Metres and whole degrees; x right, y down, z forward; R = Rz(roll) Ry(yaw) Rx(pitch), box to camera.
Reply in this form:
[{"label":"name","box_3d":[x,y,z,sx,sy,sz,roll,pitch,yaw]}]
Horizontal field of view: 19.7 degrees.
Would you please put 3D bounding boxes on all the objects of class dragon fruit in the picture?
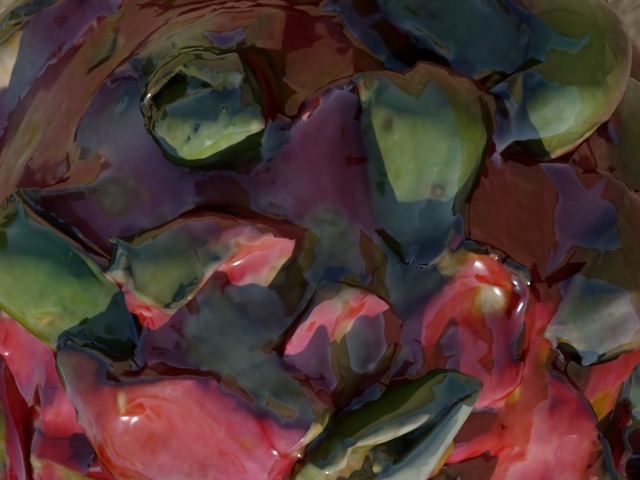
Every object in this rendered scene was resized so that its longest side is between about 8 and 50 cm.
[{"label":"dragon fruit","box_3d":[0.011,0.002,0.593,0.237,0.303,0.231,2,102,21]}]
